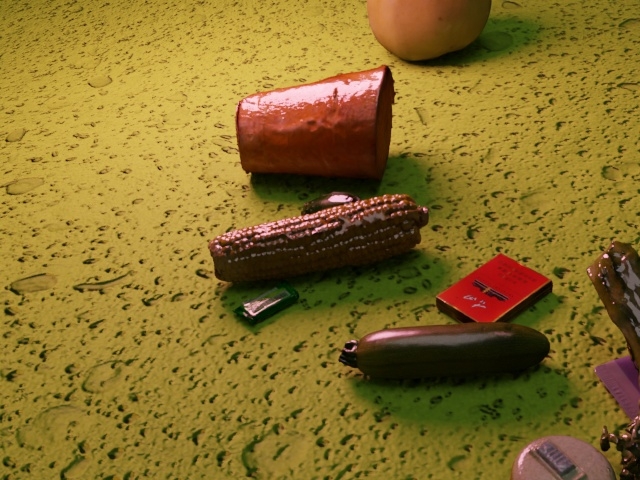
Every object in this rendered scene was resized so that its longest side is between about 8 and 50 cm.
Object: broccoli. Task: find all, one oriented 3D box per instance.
[{"bbox_3d":[0.360,0.125,0.838,0.165,0.145,0.304,-11,49,-1],"label":"broccoli"}]

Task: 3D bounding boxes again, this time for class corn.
[{"bbox_3d":[0.000,0.000,1.142,0.320,0.097,0.097,-11,37,-2],"label":"corn"}]

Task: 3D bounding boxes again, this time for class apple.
[{"bbox_3d":[0.223,-0.505,1.661,0.263,0.262,0.262,-5,37,4],"label":"apple"}]

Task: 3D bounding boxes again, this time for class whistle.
[{"bbox_3d":[0.269,0.267,0.773,0.104,0.057,0.198,-23,39,-19],"label":"whistle"}]

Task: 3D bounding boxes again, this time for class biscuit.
[{"bbox_3d":[-0.073,0.087,1.103,0.089,0.016,0.046,-27,39,-24],"label":"biscuit"}]

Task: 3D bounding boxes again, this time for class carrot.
[{"bbox_3d":[-0.011,-0.197,1.329,0.255,0.195,0.196,2,38,13],"label":"carrot"}]

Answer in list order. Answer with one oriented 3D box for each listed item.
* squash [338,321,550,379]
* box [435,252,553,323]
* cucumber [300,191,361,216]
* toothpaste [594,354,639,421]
[{"bbox_3d":[0.149,0.133,0.963,0.258,0.069,0.069,-4,37,4],"label":"squash"},{"bbox_3d":[0.232,0.071,1.066,0.133,0.023,0.090,-29,40,-26],"label":"box"},{"bbox_3d":[0.016,-0.057,1.220,0.067,0.035,0.107,-36,12,-36],"label":"cucumber"},{"bbox_3d":[0.514,0.130,0.913,0.371,0.080,0.125,-20,41,-3],"label":"toothpaste"}]
